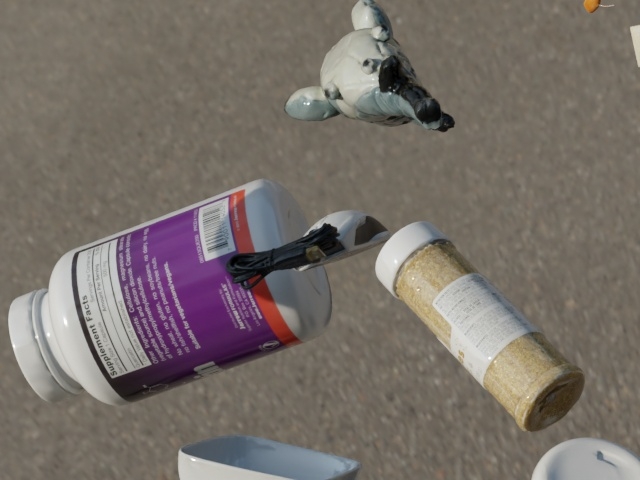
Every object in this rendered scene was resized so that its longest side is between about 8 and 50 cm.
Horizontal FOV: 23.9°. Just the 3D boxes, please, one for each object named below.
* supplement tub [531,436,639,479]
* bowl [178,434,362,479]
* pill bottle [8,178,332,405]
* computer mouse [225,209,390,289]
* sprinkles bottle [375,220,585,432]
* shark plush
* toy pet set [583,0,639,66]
[{"bbox_3d":[0.300,0.337,1.740,0.144,0.199,0.144,2,46,-3],"label":"supplement tub"},{"bbox_3d":[-0.046,0.214,1.335,0.142,0.142,0.053,10,95,21],"label":"bowl"},{"bbox_3d":[-0.162,0.066,1.628,0.323,0.181,0.181,-20,46,11],"label":"pill bottle"},{"bbox_3d":[0.000,0.000,1.394,0.106,0.193,0.042,-24,86,26],"label":"computer mouse"},{"bbox_3d":[0.227,0.120,2.198,0.121,0.121,0.355,-37,54,-9],"label":"sprinkles bottle"},{"bbox_3d":[0.042,-0.079,0.744,0.073,0.067,0.161,-57,13,-8],"label":"shark plush"},{"bbox_3d":[0.274,-0.195,1.210,0.122,0.114,0.065,-18,7,-40],"label":"toy pet set"}]
